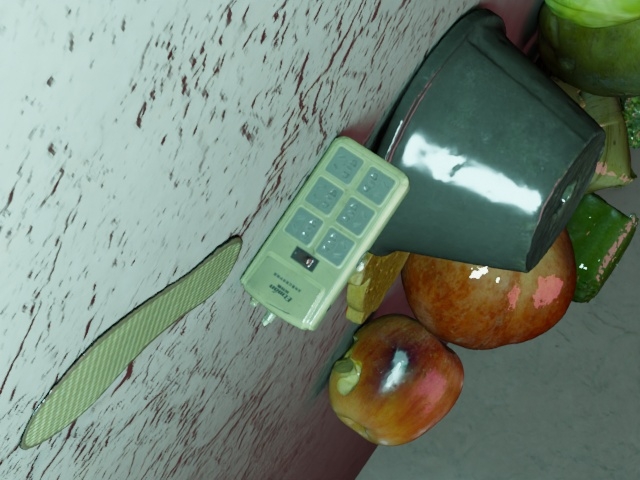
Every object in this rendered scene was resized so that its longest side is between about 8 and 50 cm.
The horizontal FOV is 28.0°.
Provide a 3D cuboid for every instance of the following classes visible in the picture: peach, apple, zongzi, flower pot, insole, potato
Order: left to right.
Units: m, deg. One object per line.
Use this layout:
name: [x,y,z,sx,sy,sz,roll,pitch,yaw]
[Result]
insole: [-0.123,0.064,0.897,0.253,0.005,0.086,-43,163,-49]
apple: [0.100,0.198,1.801,0.199,0.199,0.199,-53,168,-16]
peach: [0.213,0.044,1.711,0.232,0.232,0.257,-47,167,-38]
flower pot: [0.172,-0.075,1.262,0.269,0.166,0.269,-53,160,-30]
zongzi: [0.315,-0.197,1.789,0.274,0.145,0.300,156,-65,-64]
potato: [0.373,-0.249,1.544,0.197,0.228,0.148,44,62,-71]

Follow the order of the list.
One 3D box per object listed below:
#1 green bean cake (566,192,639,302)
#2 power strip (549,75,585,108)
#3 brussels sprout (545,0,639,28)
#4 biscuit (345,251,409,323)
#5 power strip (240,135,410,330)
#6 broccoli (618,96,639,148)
green bean cake: [0.378,-0.021,2.121,0.156,0.250,0.247,-56,170,-4]
power strip: [0.224,-0.132,1.542,0.305,0.064,0.044,-30,156,-42]
brussels sprout: [0.294,-0.302,1.215,0.223,0.161,0.223,-45,170,-10]
biscuit: [0.070,-0.002,1.417,0.166,0.036,0.225,-53,162,-29]
power strip: [0.000,0.000,1.052,0.169,0.076,0.028,-57,167,-1]
broccoli: [0.512,-0.287,1.973,0.288,0.235,0.260,-62,169,7]
